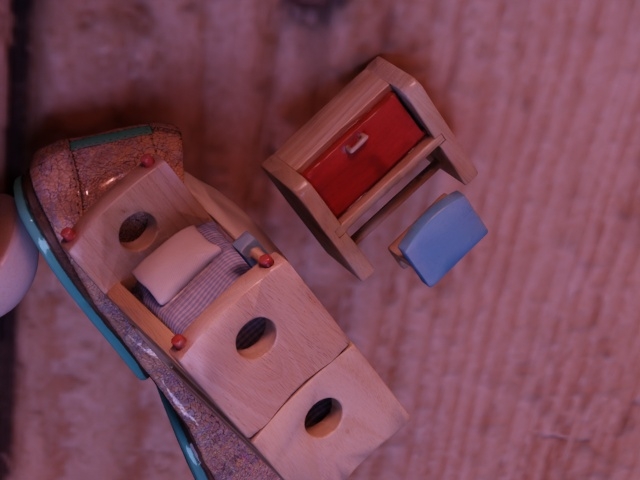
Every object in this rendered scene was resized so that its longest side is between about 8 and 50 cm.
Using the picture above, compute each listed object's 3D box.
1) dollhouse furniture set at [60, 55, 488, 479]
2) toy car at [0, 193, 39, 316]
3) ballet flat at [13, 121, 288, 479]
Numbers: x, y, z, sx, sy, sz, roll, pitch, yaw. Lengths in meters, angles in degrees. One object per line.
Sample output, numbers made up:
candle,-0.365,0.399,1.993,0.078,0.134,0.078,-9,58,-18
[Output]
dollhouse furniture set,0.000,0.000,0.918,0.184,0.129,0.129,-44,130,-8
toy car,-0.239,0.022,0.962,0.182,0.136,0.159,-30,131,27
ballet flat,-0.053,0.059,1.049,0.106,0.107,0.316,-26,133,1
